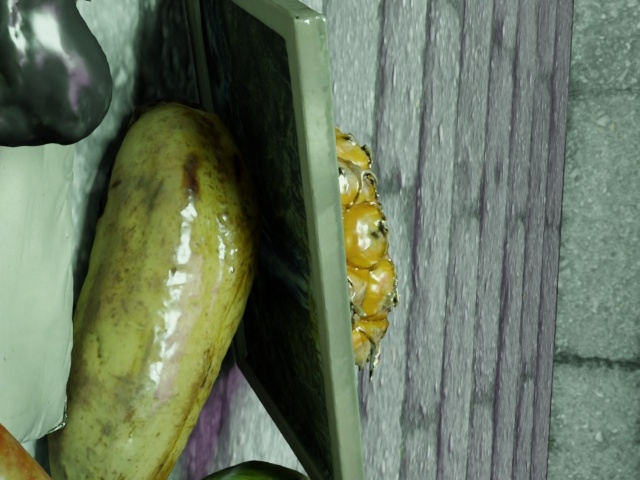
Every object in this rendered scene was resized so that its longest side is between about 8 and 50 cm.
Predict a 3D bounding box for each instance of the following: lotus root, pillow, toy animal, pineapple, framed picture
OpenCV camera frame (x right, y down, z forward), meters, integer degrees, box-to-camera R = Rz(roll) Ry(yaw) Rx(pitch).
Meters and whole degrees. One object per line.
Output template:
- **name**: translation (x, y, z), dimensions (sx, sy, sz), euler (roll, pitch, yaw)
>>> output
- **lotus root**: translation (-0.091, 0.039, 0.753), dimensions (0.110, 0.097, 0.258), euler (49, 51, -67)
- **pillow**: translation (-0.156, -0.004, 0.623), dimensions (0.128, 0.051, 0.229), euler (-9, 104, -66)
- **toy animal**: translation (-0.128, -0.200, 0.472), dimensions (0.343, 0.106, 0.168), euler (82, 3, -47)
- **pineapple**: translation (0.000, 0.000, 0.886), dimensions (0.225, 0.076, 0.224), euler (166, -90, -75)
- **framed picture**: translation (-0.031, -0.010, 0.812), dimensions (0.240, 0.020, 0.324), euler (-132, -147, -59)

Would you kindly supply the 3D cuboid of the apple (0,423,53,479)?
- **apple**: translation (-0.163, 0.130, 0.399), dimensions (0.188, 0.174, 0.188), euler (45, 18, -19)

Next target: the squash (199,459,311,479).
- **squash**: translation (-0.044, 0.219, 0.830), dimensions (0.123, 0.170, 0.170), euler (-59, 149, -76)
